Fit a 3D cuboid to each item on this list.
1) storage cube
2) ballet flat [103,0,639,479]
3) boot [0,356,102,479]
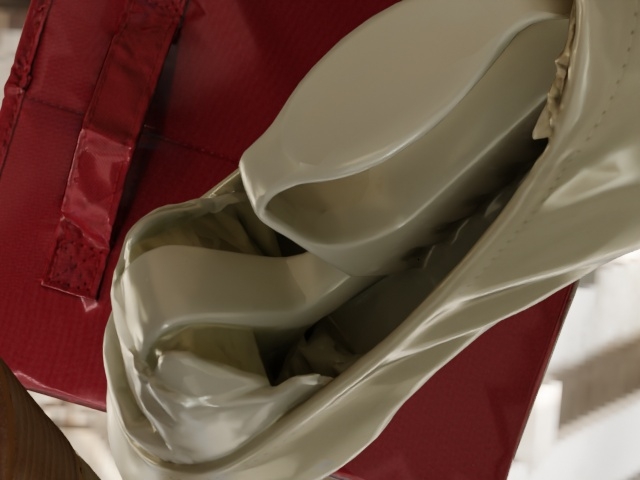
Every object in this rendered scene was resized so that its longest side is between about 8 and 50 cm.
[{"bbox_3d":[-0.013,-0.035,0.610,0.193,0.183,0.215,17,-172,-7],"label":"storage cube"},{"bbox_3d":[0.000,0.000,0.395,0.086,0.086,0.248,-4,151,-47],"label":"ballet flat"},{"bbox_3d":[-0.127,0.111,0.305,0.090,0.248,0.207,-10,147,29],"label":"boot"}]
